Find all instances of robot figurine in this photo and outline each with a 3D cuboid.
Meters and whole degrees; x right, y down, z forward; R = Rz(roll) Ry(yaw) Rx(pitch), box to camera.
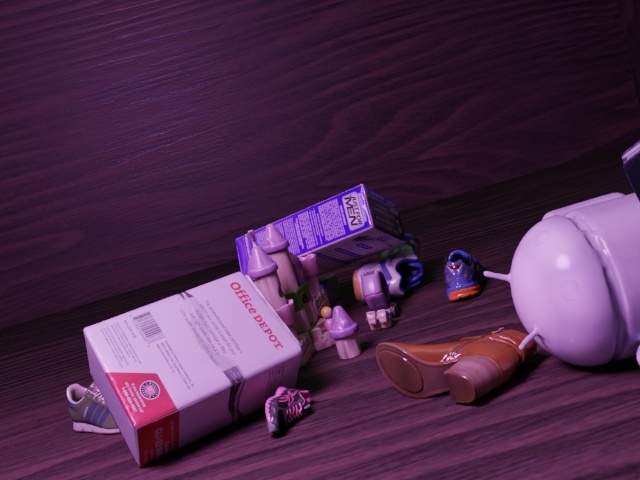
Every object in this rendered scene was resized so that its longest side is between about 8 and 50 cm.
[{"bbox_3d":[0.402,0.043,0.874,0.353,0.200,0.300,-15,36,0],"label":"robot figurine"}]

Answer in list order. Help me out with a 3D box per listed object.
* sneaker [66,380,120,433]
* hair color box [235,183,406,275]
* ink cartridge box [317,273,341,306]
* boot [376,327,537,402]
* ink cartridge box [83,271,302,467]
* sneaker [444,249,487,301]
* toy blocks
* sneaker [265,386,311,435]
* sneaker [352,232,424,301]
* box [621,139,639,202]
[{"bbox_3d":[-0.374,0.283,1.175,0.192,0.086,0.064,-11,9,33],"label":"sneaker"},{"bbox_3d":[0.000,0.000,1.528,0.338,0.110,0.185,-20,-20,25],"label":"hair color box"},{"bbox_3d":[-0.052,0.140,1.675,0.181,0.062,0.104,-13,7,21],"label":"ink cartridge box"},{"bbox_3d":[0.189,0.163,0.953,0.152,0.073,0.197,-23,22,-37],"label":"boot"},{"bbox_3d":[-0.193,0.186,1.043,0.272,0.114,0.197,-20,50,-29],"label":"ink cartridge box"},{"bbox_3d":[0.304,0.058,1.433,0.083,0.087,0.221,-13,8,14],"label":"sneaker"},{"bbox_3d":[-0.043,0.082,1.309,0.308,0.260,0.288,-14,7,16],"label":"toy blocks"},{"bbox_3d":[-0.044,0.242,0.973,0.057,0.047,0.119,-2,11,12],"label":"sneaker"},{"bbox_3d":[0.194,0.068,1.595,0.130,0.112,0.296,-2,22,32],"label":"sneaker"},{"bbox_3d":[0.611,-0.091,0.543,0.471,0.298,0.480,-18,-14,-6],"label":"box"}]
